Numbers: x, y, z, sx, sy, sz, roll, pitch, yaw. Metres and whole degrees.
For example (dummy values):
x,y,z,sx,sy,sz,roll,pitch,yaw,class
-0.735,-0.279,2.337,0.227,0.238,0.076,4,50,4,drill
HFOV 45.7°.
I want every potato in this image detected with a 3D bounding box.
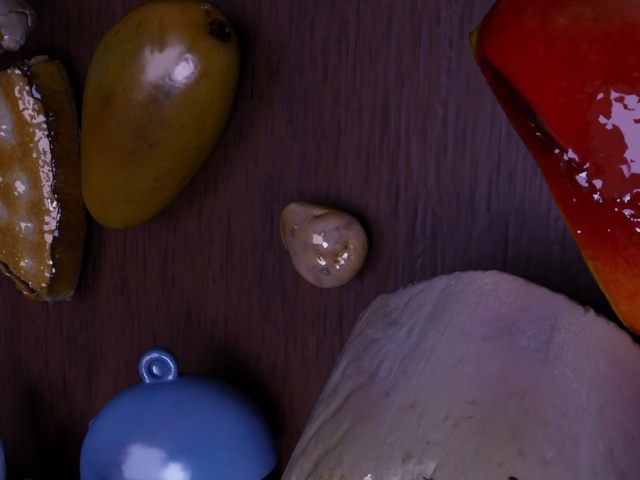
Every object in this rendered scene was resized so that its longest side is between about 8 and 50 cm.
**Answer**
x,y,z,sx,sy,sz,roll,pitch,yaw,class
0.000,0.000,0.640,0.068,0.062,0.083,-56,44,8,potato

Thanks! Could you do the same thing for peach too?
x,y,z,sx,sy,sz,roll,pitch,yaw,class
0.196,-0.056,0.430,0.159,0.154,0.267,-30,69,28,peach

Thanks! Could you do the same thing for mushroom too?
x,y,z,sx,sy,sz,roll,pitch,yaw,class
-0.386,-0.207,0.818,0.278,0.096,0.099,-4,101,53,mushroom

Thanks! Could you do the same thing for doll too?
x,y,z,sx,sy,sz,roll,pitch,yaw,class
-0.118,0.245,0.695,0.177,0.141,0.314,-8,103,2,doll

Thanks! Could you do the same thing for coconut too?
x,y,z,sx,sy,sz,roll,pitch,yaw,class
0.105,0.138,0.482,0.239,0.244,0.239,16,132,19,coconut

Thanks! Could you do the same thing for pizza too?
x,y,z,sx,sy,sz,roll,pitch,yaw,class
-0.347,-0.039,0.848,0.288,0.074,0.251,-24,81,33,pizza

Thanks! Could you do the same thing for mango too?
x,y,z,sx,sy,sz,roll,pitch,yaw,class
-0.158,-0.113,0.697,0.138,0.113,0.253,45,124,16,mango

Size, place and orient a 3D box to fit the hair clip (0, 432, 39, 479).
x,y,z,sx,sy,sz,roll,pitch,yaw,class
-0.403,0.369,0.783,0.318,0.238,0.392,45,137,29,hair clip
